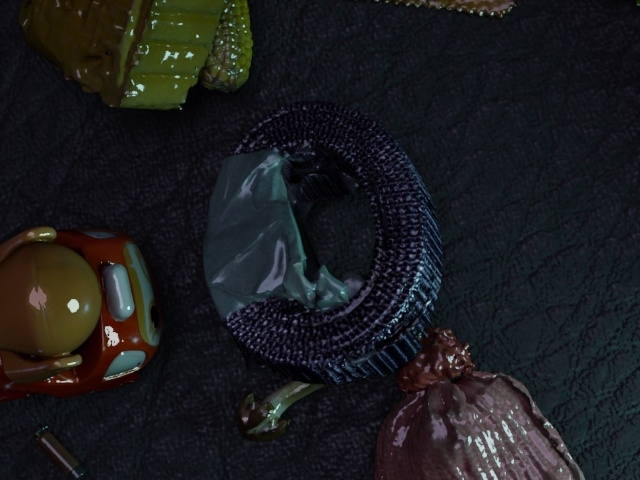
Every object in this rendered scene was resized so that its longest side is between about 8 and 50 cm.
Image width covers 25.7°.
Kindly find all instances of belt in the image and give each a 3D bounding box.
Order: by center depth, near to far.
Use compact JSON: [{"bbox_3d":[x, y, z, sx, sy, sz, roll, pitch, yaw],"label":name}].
[{"bbox_3d":[0.000,0.000,1.563,0.260,0.122,0.324,-16,68,14],"label":"belt"}]

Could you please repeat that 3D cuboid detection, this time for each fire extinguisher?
[{"bbox_3d":[-0.308,0.247,1.644,0.083,0.022,0.028,45,51,8],"label":"fire extinguisher"}]

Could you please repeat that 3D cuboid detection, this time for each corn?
[{"bbox_3d":[-0.132,-0.316,1.649,0.101,0.101,0.291,-12,83,4],"label":"corn"}]

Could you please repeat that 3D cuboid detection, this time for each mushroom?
[{"bbox_3d":[-0.012,0.173,1.611,0.187,0.061,0.060,-27,77,-3],"label":"mushroom"}]

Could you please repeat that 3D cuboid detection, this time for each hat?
[{"bbox_3d":[0.158,0.229,1.562,0.237,0.107,0.286,-23,84,11],"label":"hat"}]

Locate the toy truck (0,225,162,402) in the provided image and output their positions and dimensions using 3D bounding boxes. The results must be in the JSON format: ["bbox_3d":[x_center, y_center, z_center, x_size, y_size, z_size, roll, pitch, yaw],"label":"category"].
[{"bbox_3d":[-0.272,0.071,1.526,0.265,0.239,0.189,-7,81,-38],"label":"toy truck"}]

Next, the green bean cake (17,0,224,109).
[{"bbox_3d":[-0.225,-0.278,1.584,0.224,0.131,0.229,35,115,33],"label":"green bean cake"}]

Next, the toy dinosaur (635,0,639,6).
[{"bbox_3d":[0.393,-0.327,1.568,0.152,0.177,0.194,-33,80,0],"label":"toy dinosaur"}]

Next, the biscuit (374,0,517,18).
[{"bbox_3d":[0.136,-0.391,1.679,0.232,0.013,0.236,8,84,6],"label":"biscuit"}]
